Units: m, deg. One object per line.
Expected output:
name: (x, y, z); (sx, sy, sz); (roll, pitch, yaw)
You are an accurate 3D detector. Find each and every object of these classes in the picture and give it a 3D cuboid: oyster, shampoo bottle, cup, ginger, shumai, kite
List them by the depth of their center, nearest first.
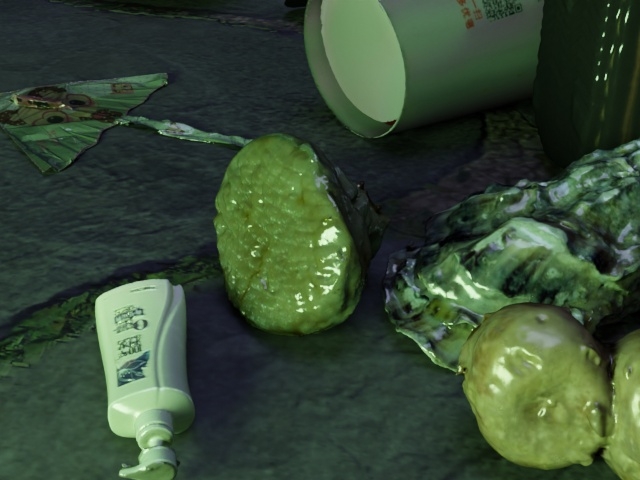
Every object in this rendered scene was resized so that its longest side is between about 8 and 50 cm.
ginger: (0.163, 0.080, 0.457); (0.204, 0.080, 0.104); (9, 16, 6)
shampoo bottle: (-0.085, 0.068, 0.497); (0.049, 0.034, 0.141); (1, 30, -16)
shumai: (-0.001, 0.001, 0.583); (0.087, 0.099, 0.123); (10, 52, -45)
oyster: (0.160, 0.002, 0.608); (0.252, 0.087, 0.199); (-6, 35, 2)
kite: (-0.165, -0.102, 0.817); (0.250, 0.012, 0.229); (12, 31, 13)
cup: (0.140, -0.194, 0.851); (0.289, 0.203, 0.203); (-24, 38, -28)

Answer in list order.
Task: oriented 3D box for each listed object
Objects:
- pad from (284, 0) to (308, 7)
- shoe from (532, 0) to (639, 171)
pad: (0.102, -0.329, 0.991); (0.315, 0.063, 0.375); (-17, -1, -32)
shoe: (0.291, -0.224, 0.704); (0.237, 0.383, 0.171); (-2, 20, -10)
